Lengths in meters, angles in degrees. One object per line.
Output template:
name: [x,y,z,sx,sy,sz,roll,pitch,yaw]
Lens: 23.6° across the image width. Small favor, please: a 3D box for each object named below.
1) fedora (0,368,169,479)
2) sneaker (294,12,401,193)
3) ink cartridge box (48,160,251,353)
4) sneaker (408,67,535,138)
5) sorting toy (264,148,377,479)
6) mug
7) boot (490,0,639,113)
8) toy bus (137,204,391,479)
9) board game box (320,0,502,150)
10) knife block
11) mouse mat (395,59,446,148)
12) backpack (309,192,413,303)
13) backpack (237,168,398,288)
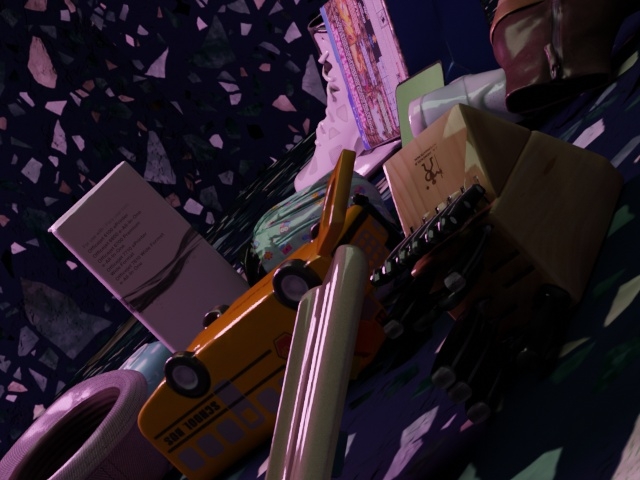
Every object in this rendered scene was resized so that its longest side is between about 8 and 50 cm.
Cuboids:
fedora: [-0.276,0.277,1.859,0.244,0.124,0.275,-50,17,-26]
sneaker: [0.051,-0.248,2.537,0.447,0.257,0.169,-39,9,41]
ink cartridge box: [-0.188,0.050,1.937,0.129,0.307,0.223,-45,7,-5]
sneaker: [0.220,-0.164,1.857,0.151,0.094,0.256,-14,6,26]
sorting toy: [0.006,0.106,1.061,0.196,0.047,0.348,129,153,-77]
mug: [-0.249,0.216,2.183,0.158,0.097,0.129,-44,7,-2]
boot: [0.314,-0.235,1.712,0.248,0.090,0.207,-16,39,14]
toy bus: [-0.047,0.107,1.523,0.332,0.130,0.108,-39,8,35]
board game box: [0.131,-0.274,2.212,0.141,0.232,0.291,-18,1,-14]
knife block: [0.150,0.028,1.142,0.275,0.242,0.088,15,-42,-43]
mouse mat: [0.136,-0.145,2.004,0.007,0.153,0.189,-6,-3,-17]
backpack: [0.031,0.029,1.644,0.114,0.105,0.084,-41,8,33]
backpack: [0.000,0.000,1.847,0.182,0.115,0.152,-34,-21,9]
